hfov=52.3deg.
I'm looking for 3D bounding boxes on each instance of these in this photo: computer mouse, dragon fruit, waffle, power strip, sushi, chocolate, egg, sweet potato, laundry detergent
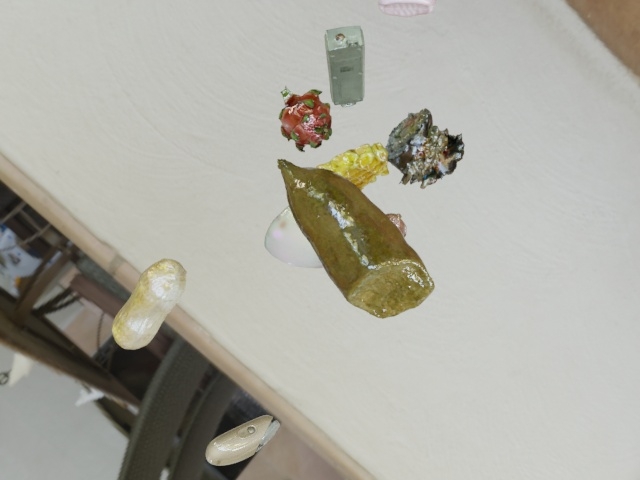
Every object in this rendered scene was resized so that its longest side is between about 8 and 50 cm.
[{"bbox_3d":[-0.236,0.618,1.992,0.082,0.236,0.145,57,145,26],"label":"computer mouse"},{"bbox_3d":[-0.046,-0.328,1.688,0.236,0.135,0.137,-108,6,-45],"label":"dragon fruit"},{"bbox_3d":[0.078,-0.162,1.571,0.229,0.219,0.057,2,-119,-61],"label":"waffle"},{"bbox_3d":[0.054,-0.362,1.373,0.272,0.078,0.052,73,-170,-76],"label":"power strip"},{"bbox_3d":[0.338,-0.291,2.118,0.219,0.238,0.225,29,-157,-13],"label":"sushi"},{"bbox_3d":[-0.486,0.179,1.857,0.134,0.309,0.134,32,-166,-9],"label":"chocolate"},{"bbox_3d":[-0.006,-0.009,1.806,0.161,0.271,0.206,57,161,34],"label":"egg"},{"bbox_3d":[0.051,-0.018,1.213,0.369,0.158,0.158,54,168,17],"label":"sweet potato"},{"bbox_3d":[0.227,-0.722,1.608,0.159,0.335,0.088,5,170,12],"label":"laundry detergent"}]

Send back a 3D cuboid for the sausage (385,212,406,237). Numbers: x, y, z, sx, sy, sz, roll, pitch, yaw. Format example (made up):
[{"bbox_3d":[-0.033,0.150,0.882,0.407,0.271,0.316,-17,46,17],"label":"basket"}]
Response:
[{"bbox_3d":[0.171,0.035,1.724,0.088,0.088,0.433,36,159,17],"label":"sausage"}]
